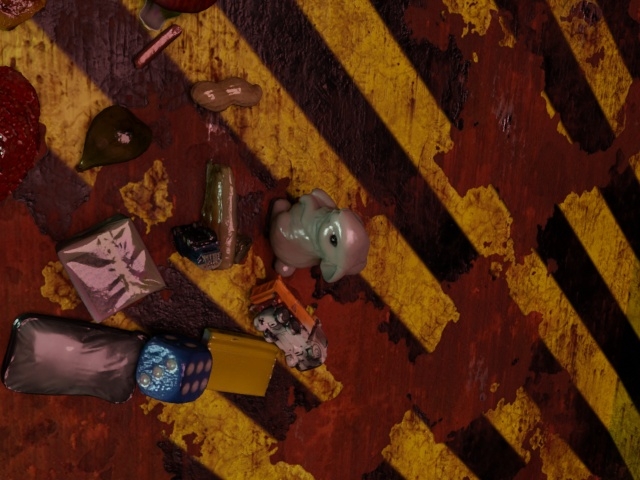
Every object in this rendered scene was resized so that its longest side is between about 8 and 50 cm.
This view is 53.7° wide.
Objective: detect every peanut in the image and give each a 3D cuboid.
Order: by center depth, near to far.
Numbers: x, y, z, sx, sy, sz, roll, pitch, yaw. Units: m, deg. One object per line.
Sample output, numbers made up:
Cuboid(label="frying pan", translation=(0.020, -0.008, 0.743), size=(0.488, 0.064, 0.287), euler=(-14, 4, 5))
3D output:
Cuboid(label="peanut", translation=(-0.232, -0.365, 1.575), size=(0.186, 0.082, 0.082), euler=(-15, 108, -26))

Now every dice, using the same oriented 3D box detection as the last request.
Cuboid(label="dice", translation=(-0.367, 0.320, 1.591), size=(0.143, 0.146, 0.147), euler=(6, 98, -69))

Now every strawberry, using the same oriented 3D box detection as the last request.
Cuboid(label="strawberry", translation=(-0.704, -0.218, 1.297), size=(0.260, 0.258, 0.261), euler=(-1, 117, -1))

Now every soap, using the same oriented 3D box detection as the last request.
Cuboid(label="soap", translation=(-0.497, 0.061, 1.491), size=(0.182, 0.138, 0.200), euler=(-30, 113, -20))

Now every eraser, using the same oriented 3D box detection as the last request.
Cuboid(label="eraser", translation=(-0.234, 0.335, 1.732), size=(0.225, 0.069, 0.158), euler=(15, 96, -30))

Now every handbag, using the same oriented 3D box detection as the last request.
Cuboid(label="handbag", translation=(-0.586, 0.292, 1.539), size=(0.332, 0.075, 0.192), euler=(15, 91, -26))

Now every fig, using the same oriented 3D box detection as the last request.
Cuboid(label="fig", translation=(-0.479, -0.217, 1.451), size=(0.133, 0.126, 0.185), euler=(43, 76, -42))

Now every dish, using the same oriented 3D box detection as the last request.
Cuboid(label="dish", translation=(-0.374, -0.549, 1.479), size=(0.091, 0.039, 0.137), euler=(36, 80, -26))

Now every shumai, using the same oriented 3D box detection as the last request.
Cuboid(label="shumai", translation=(-0.232, 0.012, 1.676), size=(0.080, 0.082, 0.083), euler=(28, 73, 8))

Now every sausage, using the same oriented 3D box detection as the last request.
Cuboid(label="sausage", translation=(-0.387, -0.460, 1.497), size=(0.147, 0.030, 0.035), euler=(-45, 114, -12))

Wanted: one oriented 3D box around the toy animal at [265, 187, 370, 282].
Cuboid(label="toy animal", translation=(0.000, 0.000, 1.619), size=(0.193, 0.357, 0.258), euler=(-3, 104, -29))

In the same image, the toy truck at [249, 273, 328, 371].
Cuboid(label="toy truck", translation=(-0.086, 0.233, 1.743), size=(0.270, 0.114, 0.135), euler=(53, 32, -24))

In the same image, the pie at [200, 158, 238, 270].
Cuboid(label="pie", translation=(-0.256, -0.064, 1.601), size=(0.068, 0.128, 0.283), euler=(-7, 102, -38))

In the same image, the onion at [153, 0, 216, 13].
Cuboid(label="onion", translation=(-0.314, -0.633, 1.406), size=(0.248, 0.161, 0.248), euler=(27, 52, -41))

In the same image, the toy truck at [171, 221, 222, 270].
Cuboid(label="toy truck", translation=(-0.300, 0.014, 1.550), size=(0.074, 0.201, 0.088), euler=(-16, 111, -27))

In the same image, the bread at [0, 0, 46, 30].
Cuboid(label="bread", translation=(-0.695, -0.568, 1.286), size=(0.139, 0.077, 0.271), euler=(-39, 119, -12))
